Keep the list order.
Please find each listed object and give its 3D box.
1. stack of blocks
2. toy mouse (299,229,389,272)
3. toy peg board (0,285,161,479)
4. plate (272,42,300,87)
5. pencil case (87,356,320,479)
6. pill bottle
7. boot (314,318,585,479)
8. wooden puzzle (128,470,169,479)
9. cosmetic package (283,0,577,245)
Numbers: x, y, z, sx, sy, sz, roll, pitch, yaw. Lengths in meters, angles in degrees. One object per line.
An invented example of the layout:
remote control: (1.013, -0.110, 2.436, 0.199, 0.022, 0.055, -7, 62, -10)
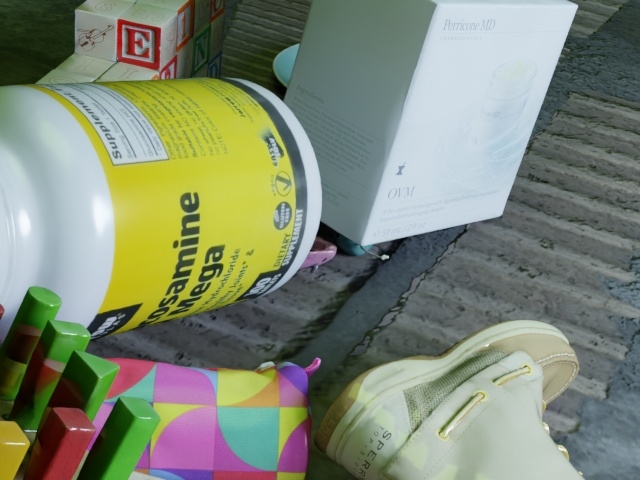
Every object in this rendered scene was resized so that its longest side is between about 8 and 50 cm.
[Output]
stack of blocks: (-0.184, -0.138, 1.169, 0.087, 0.171, 0.297, 14, 33, 11)
toy mouse: (0.000, 0.000, 1.112, 0.143, 0.031, 0.161, 24, 33, 26)
toy peg board: (-0.175, 0.081, 0.625, 0.161, 0.079, 0.161, 12, 21, -47)
plate: (0.037, -0.184, 1.423, 0.188, 0.024, 0.188, 4, 32, -3)
pencil case: (-0.118, 0.125, 0.833, 0.237, 0.104, 0.104, 3, 32, -8)
pill bottle: (-0.167, -0.022, 0.910, 0.188, 0.187, 0.334, 30, 25, 31)
boot: (0.147, 0.155, 0.843, 0.203, 0.095, 0.262, 41, 29, 29)
wooden puzzle: (-0.133, 0.199, 0.595, 0.322, 0.080, 0.348, 21, 21, -26)
cosmetic package: (0.091, -0.134, 1.126, 0.138, 0.224, 0.224, 32, 28, 33)
